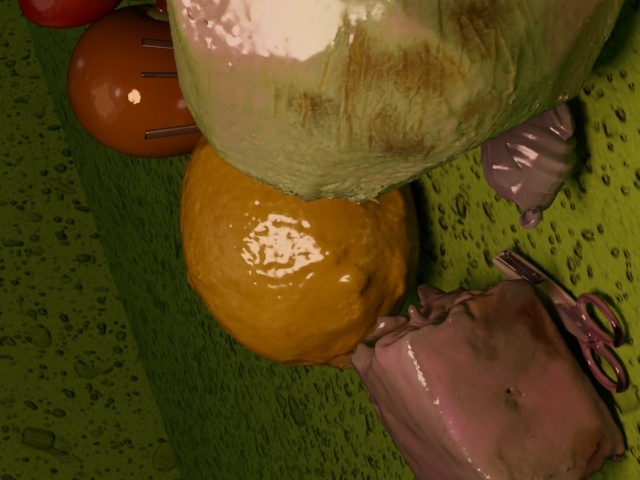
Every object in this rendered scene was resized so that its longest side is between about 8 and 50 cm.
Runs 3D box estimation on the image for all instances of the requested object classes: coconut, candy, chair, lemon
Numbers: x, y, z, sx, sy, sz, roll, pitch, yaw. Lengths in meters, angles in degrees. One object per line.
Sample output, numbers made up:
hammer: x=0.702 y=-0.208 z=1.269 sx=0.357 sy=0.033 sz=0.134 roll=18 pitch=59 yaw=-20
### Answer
coconut: x=0.044 y=-0.184 z=1.018 sx=0.328 sy=0.328 sz=0.281 roll=99 pitch=165 yaw=-56
candy: x=0.130 y=0.132 z=1.303 sx=0.195 sy=0.137 sz=0.185 roll=60 pitch=164 yaw=-2
chair: x=-0.072 y=-0.163 z=1.609 sx=0.104 sy=0.222 sz=0.095 roll=98 pitch=173 yaw=-59
lemon: x=-0.021 y=-0.015 z=1.513 sx=0.233 sy=0.233 sz=0.288 roll=130 pitch=128 yaw=-70

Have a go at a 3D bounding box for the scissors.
scissors: x=0.189 y=0.052 z=1.268 sx=0.176 sy=0.022 sz=0.085 roll=46 pitch=155 yaw=51

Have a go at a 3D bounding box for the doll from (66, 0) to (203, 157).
doll: x=-0.211 y=-0.223 z=1.967 sx=0.213 sy=0.213 sz=0.236 roll=-130 pitch=41 yaw=-50

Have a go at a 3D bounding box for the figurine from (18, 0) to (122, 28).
figurine: x=-0.197 y=-0.361 z=1.743 sx=0.211 sy=0.269 sz=0.261 roll=31 pitch=156 yaw=16

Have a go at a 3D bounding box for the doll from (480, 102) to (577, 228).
doll: x=0.148 y=-0.096 z=1.175 sx=0.094 sy=0.079 sz=0.180 roll=-23 pitch=70 yaw=49
